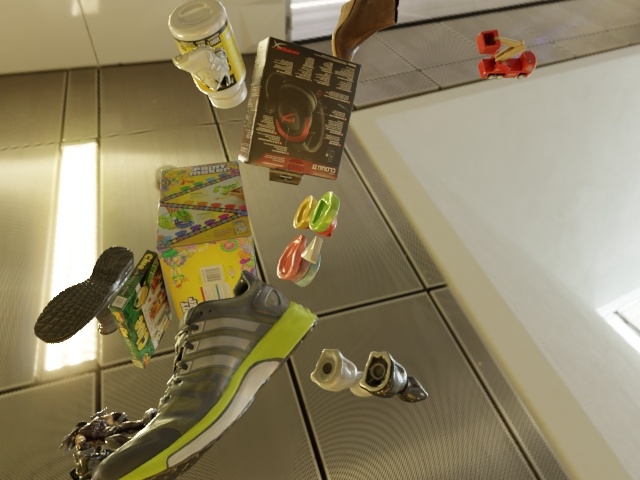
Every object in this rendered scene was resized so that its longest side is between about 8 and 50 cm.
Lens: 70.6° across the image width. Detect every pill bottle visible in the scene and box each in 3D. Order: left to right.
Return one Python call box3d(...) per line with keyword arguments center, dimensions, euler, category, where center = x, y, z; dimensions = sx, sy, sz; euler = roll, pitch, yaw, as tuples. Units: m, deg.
box3d(center=(-0.368, -0.627, 1.557), dimensions=(0.187, 0.334, 0.188), euler=(-5, -121, 8), category="pill bottle")

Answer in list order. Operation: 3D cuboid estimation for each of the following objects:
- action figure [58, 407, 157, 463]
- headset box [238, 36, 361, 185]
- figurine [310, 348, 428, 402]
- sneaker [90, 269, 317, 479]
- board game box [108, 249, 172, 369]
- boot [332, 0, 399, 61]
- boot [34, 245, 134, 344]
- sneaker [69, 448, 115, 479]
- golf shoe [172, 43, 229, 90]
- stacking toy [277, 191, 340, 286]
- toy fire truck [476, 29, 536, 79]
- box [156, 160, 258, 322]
box3d(center=(-0.512, 0.490, 1.131), dimensions=(0.285, 0.099, 0.185), euler=(-6, -161, 15), category="action figure")
box3d(center=(-0.054, -0.272, 1.022), dimensions=(0.218, 0.293, 0.110), euler=(7, -168, -23), category="headset box")
box3d(center=(0.118, 0.331, 1.058), dimensions=(0.214, 0.209, 0.092), euler=(-7, -123, 36), category="figurine")
box3d(center=(-0.125, 0.141, 0.490), dimensions=(0.121, 0.111, 0.300), euler=(41, -143, 5), category="sneaker")
box3d(center=(-0.355, 0.148, 0.918), dimensions=(0.030, 0.260, 0.136), euler=(19, -128, 4), category="board game box")
box3d(center=(0.148, -0.690, 1.479), dimensions=(0.206, 0.249, 0.090), euler=(5, 177, 36), category="boot")
box3d(center=(-0.607, 0.196, 1.239), dimensions=(0.118, 0.223, 0.338), euler=(22, -138, 8), category="boot")
box3d(center=(-0.512, 0.565, 0.995), dimensions=(0.087, 0.130, 0.227), euler=(-33, -155, 23), category="sneaker")
box3d(center=(-0.238, -0.360, 0.955), dimensions=(0.069, 0.086, 0.176), euler=(-13, -166, 23), category="golf shoe")
box3d(center=(0.000, 0.000, 1.447), dimensions=(0.130, 0.279, 0.309), euler=(27, -110, -22), category="stacking toy")
box3d(center=(0.470, -0.466, 1.142), dimensions=(0.192, 0.135, 0.047), euler=(-4, -105, -9), category="toy fire truck")
box3d(center=(-0.238, 0.025, 1.009), dimensions=(0.177, 0.290, 0.279), euler=(-9, -139, -9), category="box")
